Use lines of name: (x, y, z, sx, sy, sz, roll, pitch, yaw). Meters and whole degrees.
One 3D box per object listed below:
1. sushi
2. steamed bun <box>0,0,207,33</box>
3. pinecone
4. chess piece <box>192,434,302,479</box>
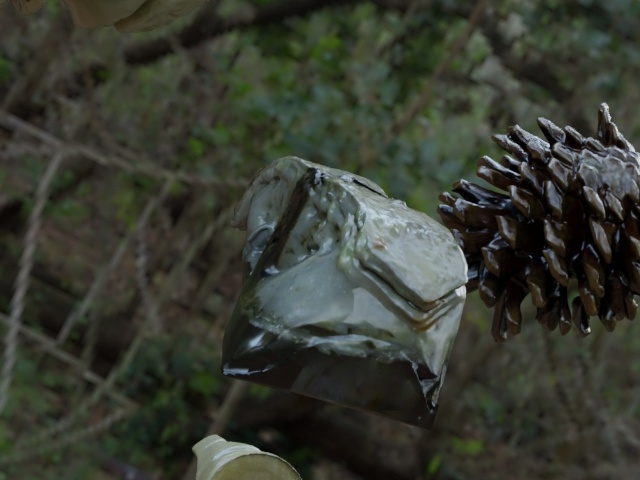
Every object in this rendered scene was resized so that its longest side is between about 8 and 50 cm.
sushi: (0.017, 0.000, 1.204, 0.134, 0.109, 0.273, 15, 23, -8)
steamed bun: (-0.145, -0.260, 1.278, 0.289, 0.276, 0.203, -5, 52, -33)
pinecone: (0.183, -0.007, 1.500, 0.212, 0.169, 0.185, -8, 33, -6)
chess piece: (-0.073, 0.222, 1.696, 0.090, 0.090, 0.200, 27, -4, -10)
